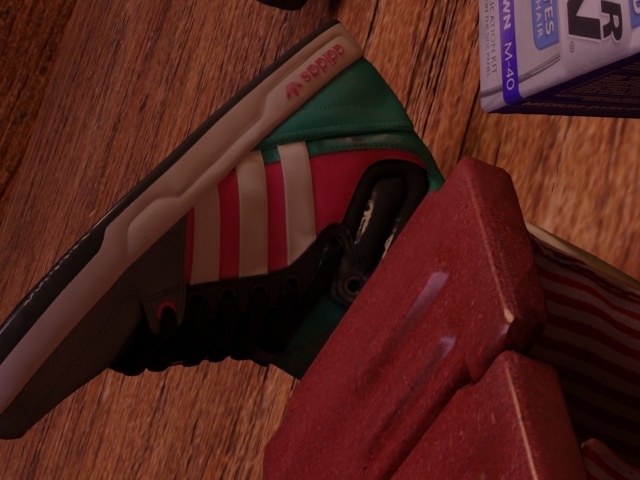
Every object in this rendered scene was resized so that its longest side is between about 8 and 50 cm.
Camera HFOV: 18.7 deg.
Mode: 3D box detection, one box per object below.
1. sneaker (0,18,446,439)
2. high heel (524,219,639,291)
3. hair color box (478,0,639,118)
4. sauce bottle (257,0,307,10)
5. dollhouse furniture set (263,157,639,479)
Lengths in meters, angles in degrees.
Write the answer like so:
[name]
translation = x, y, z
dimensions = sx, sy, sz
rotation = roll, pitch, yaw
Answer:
[sneaker]
translation = -0.031, 0.039, 0.970
dimensions = 0.295, 0.178, 0.124
rotation = -44, 3, -29
[high heel]
translation = 0.069, 0.095, 0.718
dimensions = 0.186, 0.093, 0.261
rotation = -61, 26, 6
[hair color box]
translation = 0.161, -0.155, 0.636
dimensions = 0.339, 0.110, 0.185
rotation = 163, 107, -69
[sauce bottle]
translation = 0.030, -0.324, 1.354
dimensions = 0.111, 0.111, 0.344
rotation = -98, 32, -60
[dollhouse furniture set]
translation = 0.041, 0.185, 0.514
dimensions = 0.374, 0.201, 0.152
rotation = -58, 19, 31
